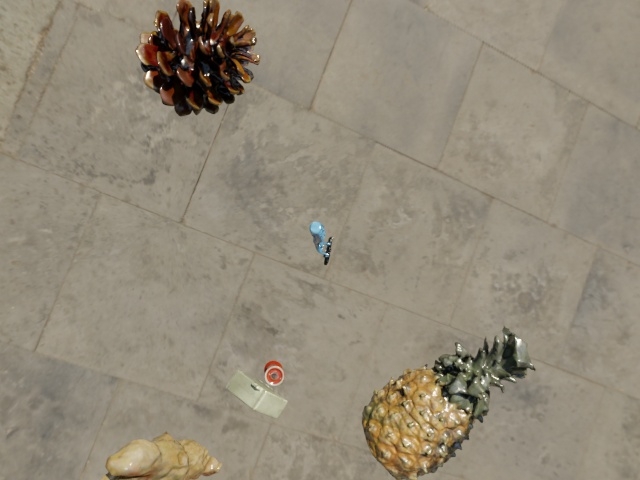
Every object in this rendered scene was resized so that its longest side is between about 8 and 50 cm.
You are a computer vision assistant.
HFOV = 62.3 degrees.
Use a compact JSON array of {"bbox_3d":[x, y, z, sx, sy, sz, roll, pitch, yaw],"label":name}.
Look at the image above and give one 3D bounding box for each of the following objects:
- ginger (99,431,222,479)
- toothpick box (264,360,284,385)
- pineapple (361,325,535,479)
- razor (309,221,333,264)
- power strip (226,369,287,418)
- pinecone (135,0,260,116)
[{"bbox_3d":[-0.217,0.265,0.440,0.290,0.122,0.084,-43,60,3],"label":"ginger"},{"bbox_3d":[-0.109,0.311,1.246,0.047,0.083,0.047,0,87,-7],"label":"toothpick box"},{"bbox_3d":[0.138,0.166,0.558,0.197,0.108,0.108,-41,103,17],"label":"pineapple"},{"bbox_3d":[0.000,0.000,1.337,0.042,0.253,0.082,10,78,7],"label":"razor"},{"bbox_3d":[-0.106,0.287,0.969,0.075,0.175,0.042,28,76,30],"label":"power strip"},{"bbox_3d":[-0.257,-0.416,1.177,0.264,0.264,0.264,-1,92,-16],"label":"pinecone"}]
